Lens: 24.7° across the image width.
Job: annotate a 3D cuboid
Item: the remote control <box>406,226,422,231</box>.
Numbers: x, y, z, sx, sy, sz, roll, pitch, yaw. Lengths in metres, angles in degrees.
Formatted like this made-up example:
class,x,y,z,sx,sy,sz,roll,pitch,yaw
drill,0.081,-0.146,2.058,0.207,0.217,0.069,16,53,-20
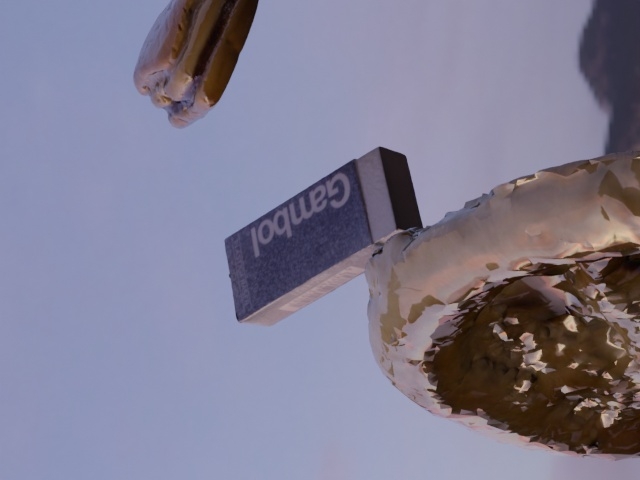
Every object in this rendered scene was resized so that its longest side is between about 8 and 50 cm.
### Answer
class,x,y,z,sx,sy,sz,roll,pitch,yaw
remote control,0.134,0.040,1.065,0.184,0.027,0.049,21,-107,-28

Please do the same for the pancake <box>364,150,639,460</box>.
class,x,y,z,sx,sy,sz,roll,pitch,yaw
pancake,0.191,0.032,0.621,0.356,0.356,0.065,59,-151,-61

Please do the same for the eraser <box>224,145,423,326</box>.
class,x,y,z,sx,sy,sz,roll,pitch,yaw
eraser,0.000,0.000,1.350,0.046,0.212,0.091,14,-123,-44

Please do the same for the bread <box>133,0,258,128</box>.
class,x,y,z,sx,sy,sz,roll,pitch,yaw
bread,-0.114,-0.170,1.297,0.116,0.077,0.200,-64,13,-9
